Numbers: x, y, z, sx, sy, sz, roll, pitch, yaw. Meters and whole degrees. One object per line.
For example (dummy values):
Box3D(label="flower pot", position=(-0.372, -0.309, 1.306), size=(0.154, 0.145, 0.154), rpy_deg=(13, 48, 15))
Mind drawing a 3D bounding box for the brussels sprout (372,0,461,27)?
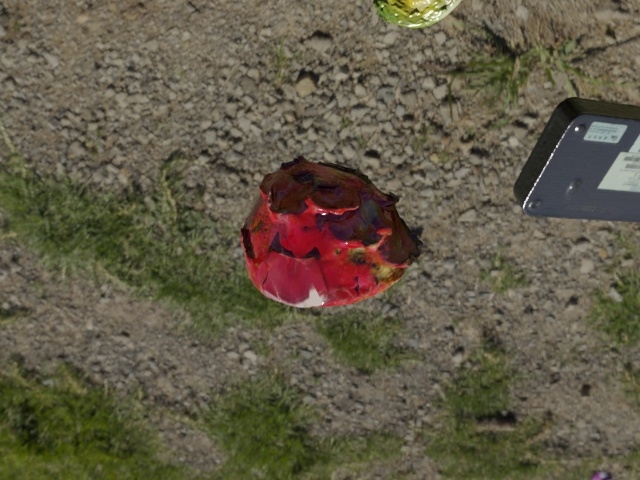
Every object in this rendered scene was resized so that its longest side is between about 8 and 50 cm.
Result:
Box3D(label="brussels sprout", position=(0.176, -0.436, 1.236), size=(0.180, 0.100, 0.139), rpy_deg=(-7, 98, 13))

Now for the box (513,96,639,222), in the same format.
Box3D(label="box", position=(0.515, -0.126, 1.224), size=(0.350, 0.058, 0.211), rpy_deg=(1, 131, -20))

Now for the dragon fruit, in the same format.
Box3D(label="dragon fruit", position=(0.000, 0.000, 0.969), size=(0.261, 0.189, 0.163), rpy_deg=(5, 152, 16))
